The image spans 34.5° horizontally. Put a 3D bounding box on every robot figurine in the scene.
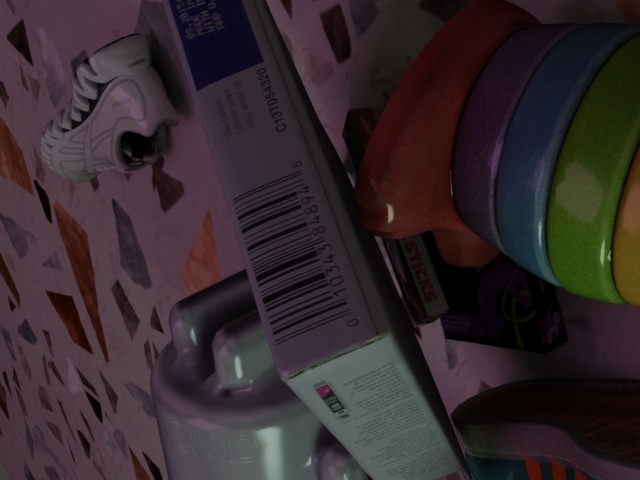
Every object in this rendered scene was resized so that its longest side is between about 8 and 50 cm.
[{"bbox_3d":[-0.059,0.209,1.048,0.300,0.199,0.354,27,132,47],"label":"robot figurine"}]

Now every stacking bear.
[{"bbox_3d":[0.193,-0.024,0.554,0.289,0.175,0.164,24,93,35],"label":"stacking bear"}]

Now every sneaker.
[{"bbox_3d":[-0.250,-0.122,1.217,0.118,0.110,0.292,54,149,2],"label":"sneaker"},{"bbox_3d":[0.209,0.171,0.715,0.302,0.108,0.121,-7,106,66],"label":"sneaker"}]

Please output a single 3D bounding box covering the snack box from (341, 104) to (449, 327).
[{"bbox_3d":[0.059,-0.019,0.840,0.064,0.022,0.178,104,147,-77],"label":"snack box"}]

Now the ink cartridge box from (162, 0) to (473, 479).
[{"bbox_3d":[0.000,0.000,0.715,0.330,0.071,0.324,62,-174,-59],"label":"ink cartridge box"}]

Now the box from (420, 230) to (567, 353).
[{"bbox_3d":[0.122,0.004,0.798,0.116,0.029,0.162,2,111,56],"label":"box"}]
